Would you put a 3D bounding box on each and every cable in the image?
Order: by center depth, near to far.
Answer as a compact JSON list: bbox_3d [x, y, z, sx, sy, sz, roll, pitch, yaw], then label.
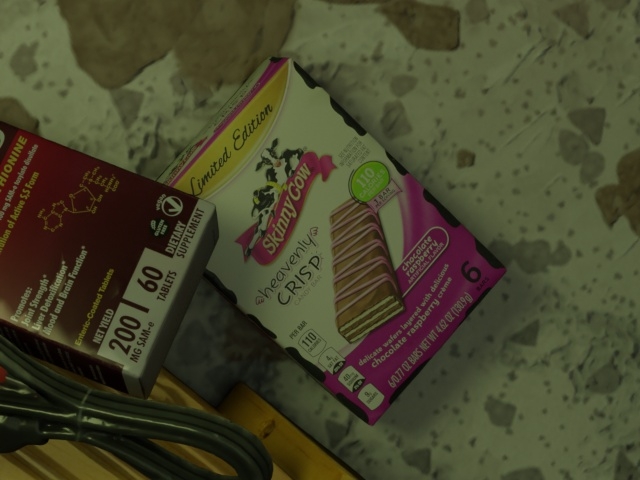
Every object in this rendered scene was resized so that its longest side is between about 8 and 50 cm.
[{"bbox_3d":[-0.169,0.098,1.092,0.287,0.072,0.139,4,120,10],"label":"cable"}]

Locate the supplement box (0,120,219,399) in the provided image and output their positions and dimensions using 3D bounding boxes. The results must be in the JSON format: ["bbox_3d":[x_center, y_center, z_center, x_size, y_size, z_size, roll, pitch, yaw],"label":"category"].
[{"bbox_3d":[-0.201,-0.001,1.125,0.239,0.073,0.130,21,73,5],"label":"supplement box"}]

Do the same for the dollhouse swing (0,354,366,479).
[{"bbox_3d":[-0.149,0.239,1.129,0.305,0.315,0.347,42,85,-27],"label":"dollhouse swing"}]

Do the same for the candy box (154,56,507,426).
[{"bbox_3d":[0.000,0.000,1.240,0.233,0.071,0.159,42,85,-15],"label":"candy box"}]
